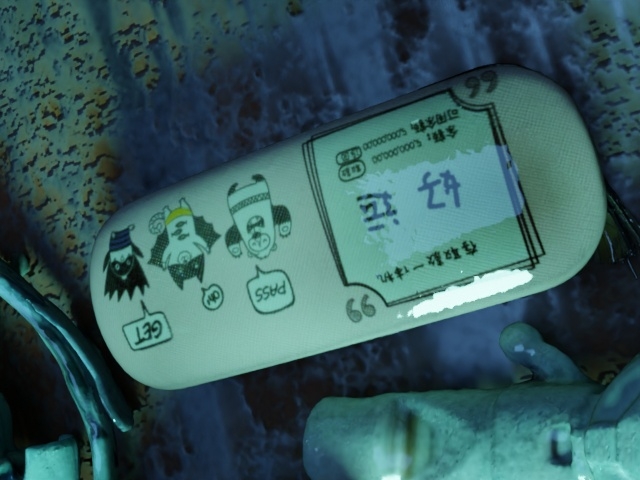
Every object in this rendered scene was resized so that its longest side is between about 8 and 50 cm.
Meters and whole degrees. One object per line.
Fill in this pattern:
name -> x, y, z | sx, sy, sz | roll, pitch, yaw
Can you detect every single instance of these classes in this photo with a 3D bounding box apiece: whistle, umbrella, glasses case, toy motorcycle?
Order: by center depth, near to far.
whistle -> 0.149, 0.101, 0.455 | 0.346, 0.133, 0.142 | -8, 93, 34
umbrella -> 0.147, -0.018, 0.497 | 0.083, 0.020, 0.031 | 65, 153, 8
glasses case -> 0.000, 0.000, 0.533 | 0.314, 0.075, 0.122 | -18, 89, 24
toy motorcycle -> -0.243, 0.118, 0.624 | 0.206, 0.154, 0.260 | -36, 85, -1
